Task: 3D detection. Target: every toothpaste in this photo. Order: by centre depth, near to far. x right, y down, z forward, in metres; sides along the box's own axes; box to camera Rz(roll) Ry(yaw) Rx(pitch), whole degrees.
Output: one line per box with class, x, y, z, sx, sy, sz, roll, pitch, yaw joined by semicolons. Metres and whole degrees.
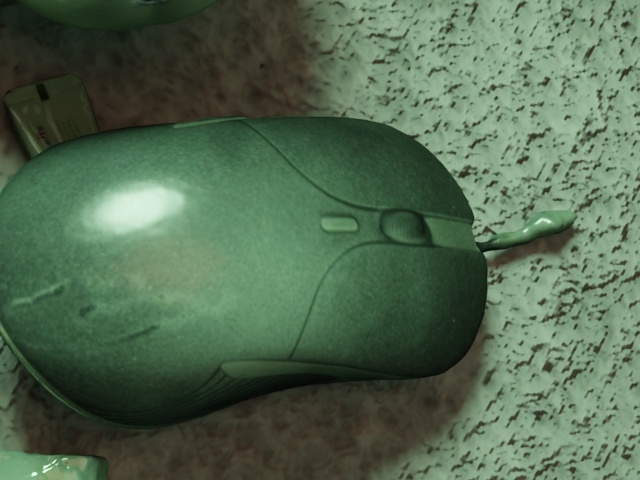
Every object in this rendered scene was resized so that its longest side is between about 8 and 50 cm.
toothpaste;-0.120;0.002;0.974;0.048;0.029;0.197;-19;83;-28

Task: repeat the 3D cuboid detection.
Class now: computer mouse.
computer mouse;0.000;0.000;0.969;0.379;0.090;0.167;-8;77;-30

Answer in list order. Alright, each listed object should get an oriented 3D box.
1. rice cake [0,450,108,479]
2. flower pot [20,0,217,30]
rice cake;-0.210;0.165;0.899;0.211;0.038;0.124;6;76;-18
flower pot;-0.107;-0.229;0.920;0.246;0.246;0.195;-56;130;-21
